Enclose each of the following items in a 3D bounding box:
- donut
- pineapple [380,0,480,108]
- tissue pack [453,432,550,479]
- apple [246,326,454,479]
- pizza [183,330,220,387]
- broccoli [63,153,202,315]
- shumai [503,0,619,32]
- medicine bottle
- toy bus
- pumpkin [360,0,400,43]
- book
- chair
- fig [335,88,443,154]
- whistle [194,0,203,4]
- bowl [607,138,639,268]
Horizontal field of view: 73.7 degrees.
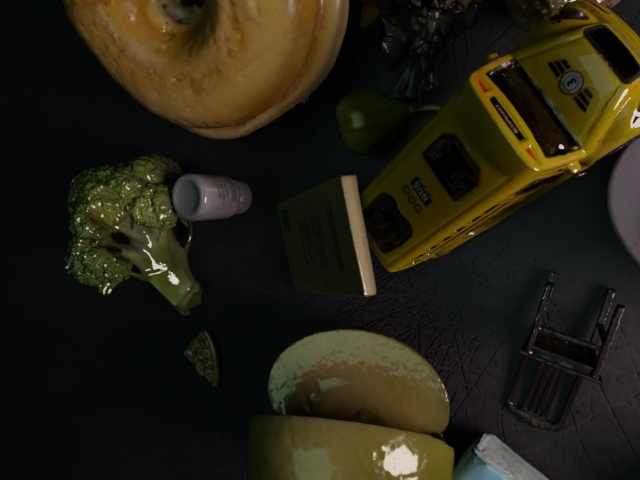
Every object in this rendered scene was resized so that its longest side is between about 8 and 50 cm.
[{"bbox_3d":[-0.170,-0.354,0.608,0.448,0.198,0.449,14,130,17],"label":"donut"},{"bbox_3d":[0.138,-0.278,0.495,0.128,0.128,0.248,46,146,18],"label":"pineapple"},{"bbox_3d":[0.224,0.420,0.595,0.177,0.089,0.264,37,115,23],"label":"tissue pack"},{"bbox_3d":[0.043,0.264,0.571,0.253,0.292,0.292,1,96,12],"label":"apple"},{"bbox_3d":[-0.253,0.246,0.888,0.108,0.026,0.123,-8,92,33],"label":"pizza"},{"bbox_3d":[-0.314,-0.010,0.761,0.186,0.254,0.302,-28,81,30],"label":"broccoli"},{"bbox_3d":[0.278,-0.289,0.466,0.145,0.116,0.146,-8,79,43],"label":"shumai"},{"bbox_3d":[-0.186,-0.076,0.751,0.080,0.130,0.081,4,98,29],"label":"medicine bottle"},{"bbox_3d":[0.176,-0.086,0.478,0.145,0.151,0.331,61,145,13],"label":"toy bus"},{"bbox_3d":[0.139,-0.382,0.527,0.149,0.130,0.254,25,106,26],"label":"pumpkin"},{"bbox_3d":[0.000,0.000,0.642,0.230,0.026,0.162,-9,93,64],"label":"book"},{"bbox_3d":[0.285,0.155,0.519,0.084,0.101,0.213,19,104,27],"label":"chair"},{"bbox_3d":[0.103,-0.174,0.621,0.166,0.093,0.094,-7,93,-8],"label":"fig"},{"bbox_3d":[-0.210,-0.493,0.759,0.067,0.057,0.327,14,103,28],"label":"whistle"},{"bbox_3d":[0.440,0.005,0.349,0.345,0.346,0.157,-5,137,31],"label":"bowl"}]
